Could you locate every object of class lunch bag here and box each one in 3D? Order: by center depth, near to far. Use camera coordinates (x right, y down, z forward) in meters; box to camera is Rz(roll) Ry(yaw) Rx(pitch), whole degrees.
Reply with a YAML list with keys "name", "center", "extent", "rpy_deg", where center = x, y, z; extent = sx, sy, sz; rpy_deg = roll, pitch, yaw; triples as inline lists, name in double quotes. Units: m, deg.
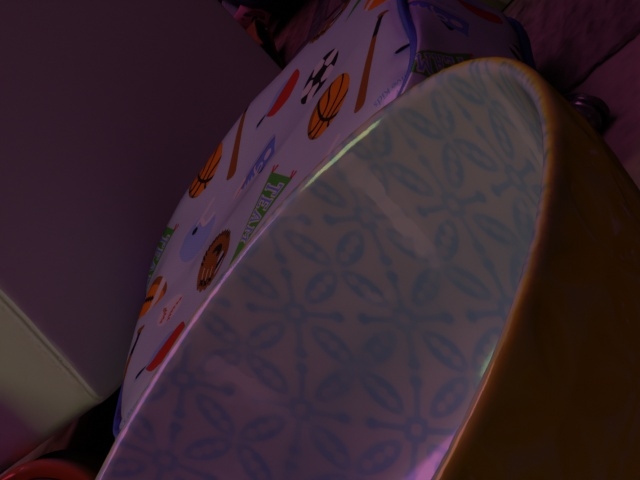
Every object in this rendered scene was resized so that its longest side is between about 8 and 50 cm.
- name: "lunch bag"
  center: [0.000, 0.000, 0.867]
  extent: [0.303, 0.115, 0.243]
  rpy_deg: [-52, 18, 23]

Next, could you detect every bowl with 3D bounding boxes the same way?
- name: "bowl"
  center: [0.040, 0.097, 0.536]
  extent: [0.289, 0.156, 0.289]
  rpy_deg: [-49, 18, 22]

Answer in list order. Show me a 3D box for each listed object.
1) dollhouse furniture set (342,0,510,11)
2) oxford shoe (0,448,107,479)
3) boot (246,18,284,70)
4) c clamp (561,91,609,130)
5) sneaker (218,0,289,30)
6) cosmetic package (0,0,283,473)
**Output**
- name: "dollhouse furniture set"
  center: [0.048, -0.209, 1.117]
  extent: [0.129, 0.129, 0.183]
  rpy_deg: [-46, 20, 29]
- name: "oxford shoe"
  center: [-0.249, 0.294, 1.057]
  extent: [0.363, 0.130, 0.133]
  rpy_deg: [-48, 0, 5]
- name: "boot"
  center: [-0.155, -0.114, 1.545]
  extent: [0.280, 0.096, 0.264]
  rpy_deg: [-50, 18, 14]
- name: "c clamp"
  center: [0.109, -0.017, 0.796]
  extent: [0.137, 0.022, 0.160]
  rpy_deg: [-37, 26, 58]
- name: "sneaker"
  center: [-0.044, -0.271, 1.561]
  extent: [0.319, 0.112, 0.131]
  rpy_deg: [169, 116, -70]
- name: "cosmetic package"
  center: [-0.269, -0.021, 1.164]
  extent: [0.394, 0.327, 0.329]
  rpy_deg: [-37, 7, 46]
